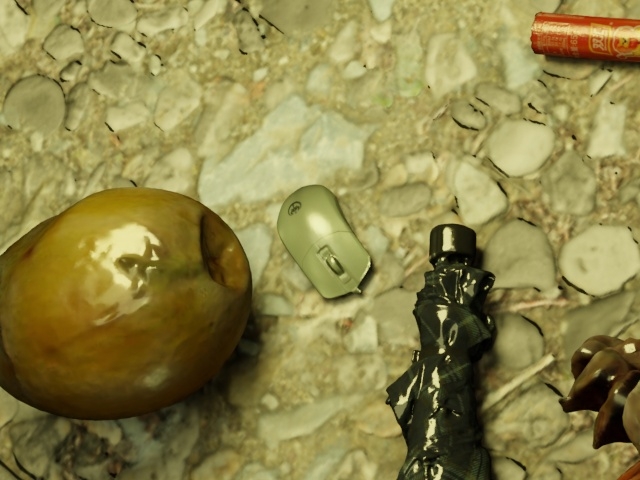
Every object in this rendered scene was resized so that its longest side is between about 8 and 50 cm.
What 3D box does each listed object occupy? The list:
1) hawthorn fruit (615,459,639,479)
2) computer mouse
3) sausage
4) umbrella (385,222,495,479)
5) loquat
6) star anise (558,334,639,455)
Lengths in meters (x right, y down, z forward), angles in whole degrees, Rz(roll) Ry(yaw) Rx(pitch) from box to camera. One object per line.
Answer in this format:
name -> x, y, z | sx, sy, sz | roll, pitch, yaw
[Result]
hawthorn fruit -> 0.262, 0.232, 1.294 | 0.200, 0.179, 0.179 | 19, 84, 16
computer mouse -> 0.000, 0.000, 1.580 | 0.056, 0.032, 0.110 | -40, 60, 12
sausage -> 0.223, -0.152, 1.508 | 0.129, 0.034, 0.034 | 9, 79, 30
umbrella -> 0.089, 0.096, 1.488 | 0.071, 0.080, 0.224 | -29, 53, 57
loquat -> -0.166, 0.053, 1.571 | 0.227, 0.179, 0.179 | -23, 65, 23
star anise -> 0.268, 0.088, 1.308 | 0.220, 0.214, 0.099 | 9, 111, 43
